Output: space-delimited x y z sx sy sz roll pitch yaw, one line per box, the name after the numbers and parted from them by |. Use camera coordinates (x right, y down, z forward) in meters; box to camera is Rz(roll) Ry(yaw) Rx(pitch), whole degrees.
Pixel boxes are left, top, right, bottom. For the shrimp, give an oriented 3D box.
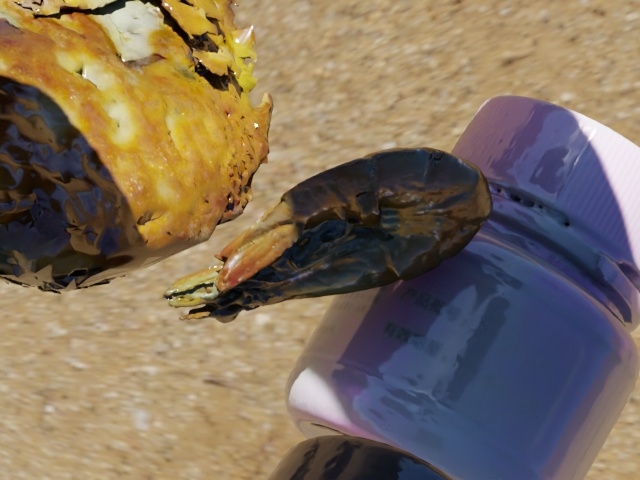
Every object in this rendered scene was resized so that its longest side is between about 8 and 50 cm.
0.000 0.000 1.471 0.267 0.145 0.061 -18 56 16 | shrimp

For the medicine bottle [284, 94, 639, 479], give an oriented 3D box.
0.147 0.067 1.621 0.256 0.256 0.325 34 74 -13 | medicine bottle

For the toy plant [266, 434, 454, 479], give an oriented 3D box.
-0.032 0.302 1.011 0.279 0.185 0.400 32 54 0 | toy plant

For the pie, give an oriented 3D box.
-0.162 -0.098 1.062 0.308 0.085 0.308 19 42 -19 | pie
